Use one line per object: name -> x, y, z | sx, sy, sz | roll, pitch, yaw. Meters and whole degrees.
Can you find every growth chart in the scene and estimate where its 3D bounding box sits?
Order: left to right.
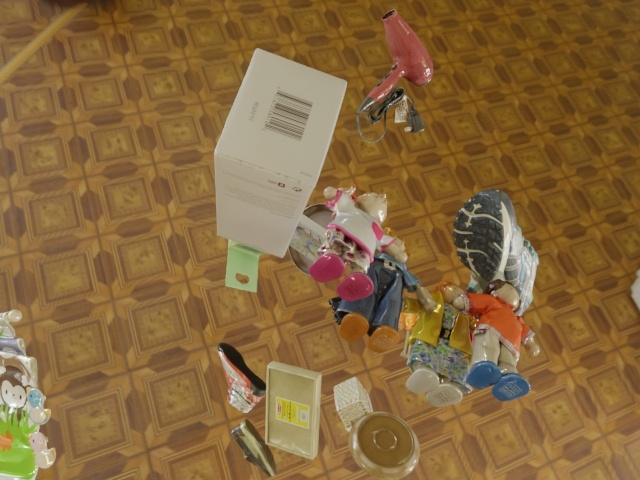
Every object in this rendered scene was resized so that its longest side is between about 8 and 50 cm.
growth chart -> -0.401, 0.202, 0.614 | 0.172, 0.021, 0.237 | -17, 81, 26

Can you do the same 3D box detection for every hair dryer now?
hair dryer -> 0.184, -0.387, 1.153 | 0.223, 0.080, 0.294 | -15, 108, -39

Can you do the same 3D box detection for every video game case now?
video game case -> -0.044, -0.002, 1.797 | 0.329, 0.300, 0.036 | 33, 70, 5

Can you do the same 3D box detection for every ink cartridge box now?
ink cartridge box -> -0.208, 0.026, 1.443 | 0.056, 0.171, 0.235 | -7, 75, 24

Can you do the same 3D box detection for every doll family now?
doll family -> 0.088, 0.057, 0.498 | 0.263, 0.118, 0.163 | 35, 37, -3

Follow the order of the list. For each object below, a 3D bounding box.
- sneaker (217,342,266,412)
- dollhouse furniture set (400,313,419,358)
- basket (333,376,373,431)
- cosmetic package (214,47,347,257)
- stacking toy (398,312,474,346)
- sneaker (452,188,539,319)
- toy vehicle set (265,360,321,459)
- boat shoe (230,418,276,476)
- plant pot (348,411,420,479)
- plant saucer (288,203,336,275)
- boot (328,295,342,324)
sneaker -> -0.333, 0.527, 1.859 | 0.270, 0.090, 0.145 | 42, 107, 22
dollhouse furniture set -> 0.331, 0.270, 1.454 | 0.128, 0.183, 0.129 | 13, 104, 20
basket -> 0.119, 0.601, 1.806 | 0.113, 0.167, 0.103 | -27, 107, 4
cosmetic package -> -0.083, -0.123, 0.857 | 0.155, 0.365, 0.197 | 18, 69, -6
stacking toy -> 0.323, 0.224, 1.274 | 0.301, 0.175, 0.166 | 2, 88, 24
sneaker -> 0.312, 0.025, 0.842 | 0.122, 0.283, 0.110 | -28, 36, -18
toy vehicle set -> -0.083, 0.505, 1.455 | 0.165, 0.035, 0.267 | 9, 104, 24
boat shoe -> -0.218, 0.684, 1.591 | 0.073, 0.080, 0.224 | -26, 107, 3
plant pot -> 0.211, 0.658, 1.594 | 0.236, 0.032, 0.236 | 5, 39, -4
plant saucer -> 0.000, 0.000, 2.070 | 0.310, 0.050, 0.311 | -5, 80, 30
boot -> 0.094, 0.242, 1.737 | 0.121, 0.045, 0.099 | -15, 56, -17
